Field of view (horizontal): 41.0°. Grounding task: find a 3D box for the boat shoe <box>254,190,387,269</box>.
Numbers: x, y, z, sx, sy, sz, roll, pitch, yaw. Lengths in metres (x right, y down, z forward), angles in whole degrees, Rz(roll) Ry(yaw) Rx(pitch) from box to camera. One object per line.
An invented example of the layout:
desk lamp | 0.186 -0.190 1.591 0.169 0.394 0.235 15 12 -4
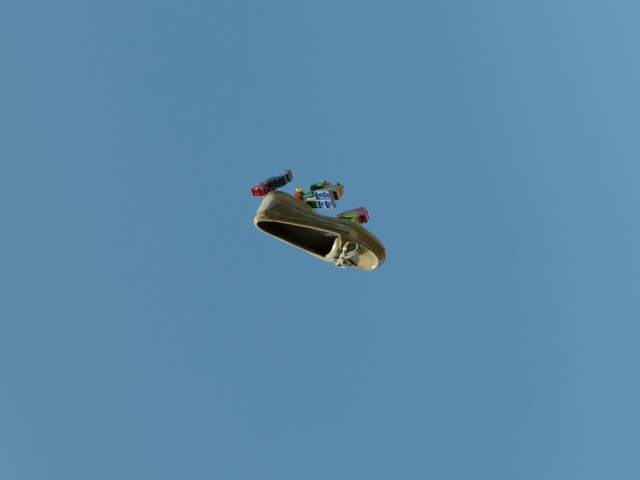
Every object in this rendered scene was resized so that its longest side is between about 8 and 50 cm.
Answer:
boat shoe | 0.000 -0.001 0.947 0.153 0.056 0.048 29 -138 -8

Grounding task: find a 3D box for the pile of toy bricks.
pile of toy bricks | -0.011 -0.072 1.463 0.105 0.212 0.118 -35 -65 -41
